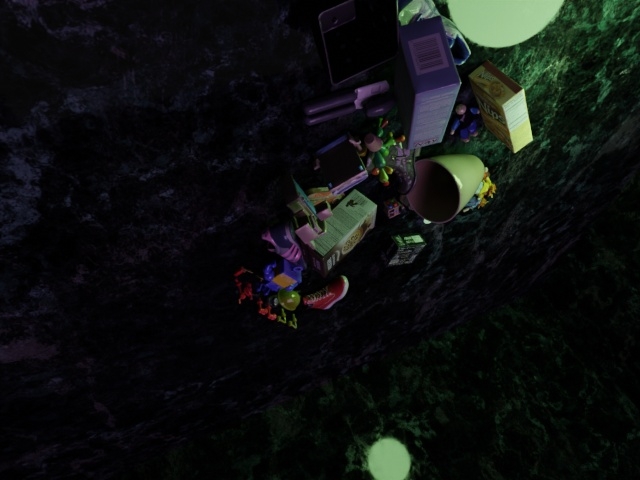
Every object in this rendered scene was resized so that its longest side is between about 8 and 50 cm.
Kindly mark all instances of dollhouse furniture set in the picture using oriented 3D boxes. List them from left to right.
[{"bbox_3d":[0.061,-0.143,1.416,0.303,0.286,0.198,-30,137,11],"label":"dollhouse furniture set"}]

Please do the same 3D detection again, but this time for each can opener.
[{"bbox_3d":[-0.171,0.262,2.041,0.186,0.073,0.059,-15,106,-27],"label":"can opener"},{"bbox_3d":[0.089,-0.396,1.302,0.283,0.095,0.076,-21,146,-13],"label":"can opener"}]

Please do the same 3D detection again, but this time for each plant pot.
[{"bbox_3d":[0.062,-0.521,1.047,0.187,0.167,0.188,-26,146,-4],"label":"plant pot"},{"bbox_3d":[0.517,-0.239,1.741,0.274,0.256,0.257,-29,151,-32],"label":"plant pot"}]

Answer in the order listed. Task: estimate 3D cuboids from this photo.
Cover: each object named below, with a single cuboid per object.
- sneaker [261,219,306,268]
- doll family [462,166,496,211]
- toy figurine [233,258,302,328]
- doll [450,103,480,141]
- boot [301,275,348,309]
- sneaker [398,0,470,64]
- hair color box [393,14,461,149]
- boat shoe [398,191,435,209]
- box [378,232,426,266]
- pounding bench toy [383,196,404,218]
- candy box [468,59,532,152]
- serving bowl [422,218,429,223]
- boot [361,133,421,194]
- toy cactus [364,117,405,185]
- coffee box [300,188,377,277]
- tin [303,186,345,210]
[{"bbox_3d":[-0.132,0.023,1.716,0.131,0.112,0.319,-10,148,7],"label":"sneaker"},{"bbox_3d":[0.705,-0.203,2.013,0.163,0.118,0.263,-4,139,-34],"label":"doll family"},{"bbox_3d":[-0.136,0.180,1.743,0.217,0.191,0.362,-34,133,22],"label":"toy figurine"},{"bbox_3d":[0.531,-0.435,1.633,0.129,0.046,0.189,-36,147,8],"label":"doll"},{"bbox_3d":[0.013,0.258,2.139,0.176,0.088,0.244,4,138,-39],"label":"boot"},{"bbox_3d":[0.306,-0.572,1.201,0.296,0.131,0.112,3,137,-38],"label":"sneaker"},{"bbox_3d":[0.280,-0.409,1.218,0.113,0.186,0.374,-13,170,6],"label":"hair color box"},{"bbox_3d":[0.467,-0.181,1.886,0.285,0.089,0.105,-13,143,-25],"label":"boat shoe"},{"bbox_3d":[0.397,0.046,2.150,0.180,0.078,0.147,-7,141,-31],"label":"box"},{"bbox_3d":[0.311,-0.146,1.850,0.083,0.052,0.065,-25,147,-7],"label":"pounding bench toy"},{"bbox_3d":[0.637,-0.461,1.554,0.087,0.183,0.316,-39,146,13],"label":"candy box"},{"bbox_3d":[0.511,-0.117,2.064,0.083,0.027,0.083,-21,146,-15],"label":"serving bowl"},{"bbox_3d":[0.238,-0.268,1.591,0.228,0.091,0.263,-14,126,-22],"label":"boot"},{"bbox_3d":[0.193,-0.294,1.409,0.112,0.219,0.180,5,178,26],"label":"toy cactus"},{"bbox_3d":[0.070,-0.026,1.660,0.297,0.119,0.168,-44,159,-18],"label":"coffee box"},{"bbox_3d":[0.003,-0.150,1.624,0.189,0.040,0.106,-8,146,-30],"label":"tin"}]
